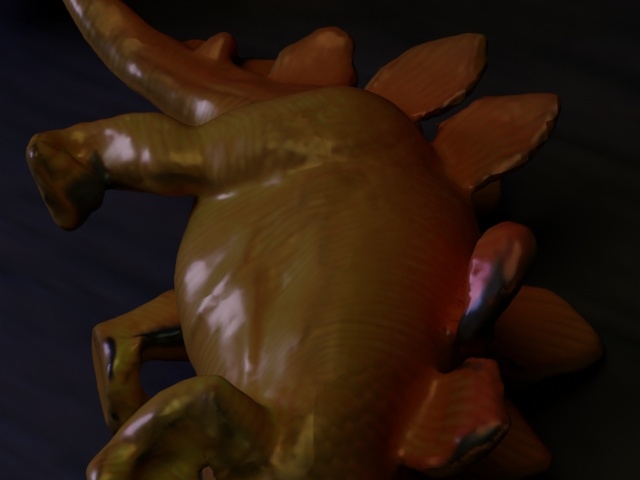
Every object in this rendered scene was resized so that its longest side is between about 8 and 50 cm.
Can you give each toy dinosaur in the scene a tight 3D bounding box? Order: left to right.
[{"bbox_3d":[0.000,0.000,0.413,0.117,0.070,0.288,-15,49,-1],"label":"toy dinosaur"}]
